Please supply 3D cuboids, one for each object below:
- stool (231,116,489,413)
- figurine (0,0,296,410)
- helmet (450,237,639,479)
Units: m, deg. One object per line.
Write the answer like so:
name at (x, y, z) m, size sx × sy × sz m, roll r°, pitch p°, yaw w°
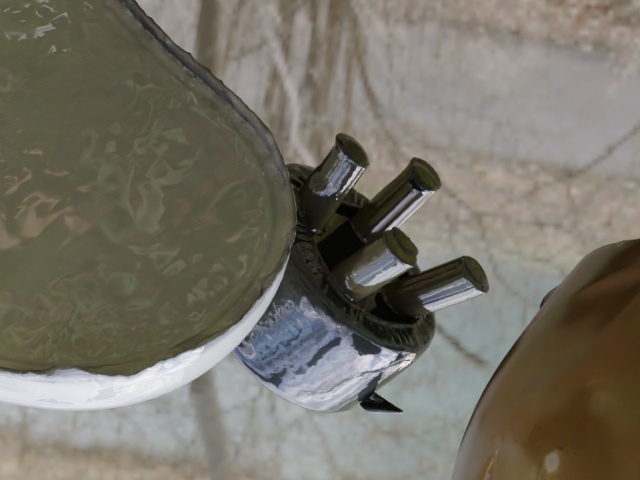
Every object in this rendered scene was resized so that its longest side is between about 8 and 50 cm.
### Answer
stool at (-0.003, 0.003, 1.068) m, size 0.228 × 0.153 × 0.139 m, roll 45°, pitch 117°, yaw -10°
figurine at (-0.126, 0.004, 0.473) m, size 0.250 × 0.166 × 0.141 m, roll 35°, pitch 141°, yaw 24°
helmet at (0.117, 0.112, 0.482) m, size 0.198 × 0.130 × 0.224 m, roll 12°, pitch 121°, yaw 36°
